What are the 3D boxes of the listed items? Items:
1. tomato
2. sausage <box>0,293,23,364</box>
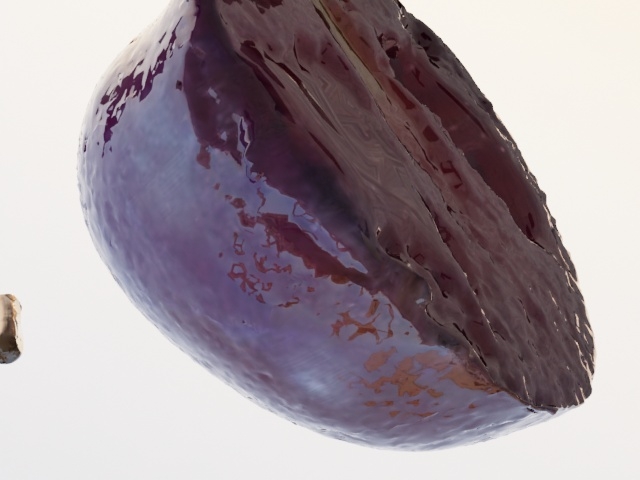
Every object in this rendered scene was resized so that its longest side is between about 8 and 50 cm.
[{"bbox_3d":[-0.004,0.002,1.022,0.289,0.176,0.335,57,-161,8],"label":"tomato"},{"bbox_3d":[-0.230,0.065,1.436,0.026,0.026,0.116,26,-171,-15],"label":"sausage"}]
